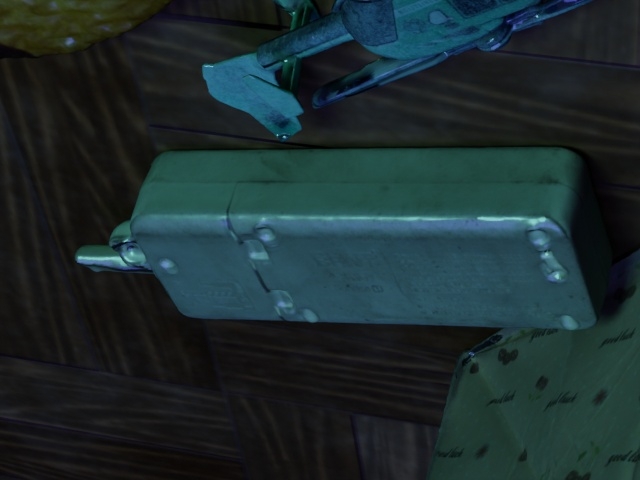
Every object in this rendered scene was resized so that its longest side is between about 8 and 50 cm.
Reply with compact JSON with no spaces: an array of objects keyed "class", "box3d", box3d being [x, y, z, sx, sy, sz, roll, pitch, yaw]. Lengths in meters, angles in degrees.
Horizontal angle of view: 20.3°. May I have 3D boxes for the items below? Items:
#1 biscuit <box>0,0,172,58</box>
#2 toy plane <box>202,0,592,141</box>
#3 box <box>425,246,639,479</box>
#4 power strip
[{"class":"biscuit","box3d":[-0.179,-0.189,0.753,0.305,0.038,0.305,11,145,8]},{"class":"toy plane","box3d":[0.035,-0.104,0.762,0.235,0.060,0.096,-19,144,36]},{"class":"box","box3d":[0.167,0.175,0.872,0.190,0.297,0.225,34,142,-17]},{"class":"power strip","box3d":[0.000,0.000,0.915,0.288,0.053,0.093,1,143,23]}]
